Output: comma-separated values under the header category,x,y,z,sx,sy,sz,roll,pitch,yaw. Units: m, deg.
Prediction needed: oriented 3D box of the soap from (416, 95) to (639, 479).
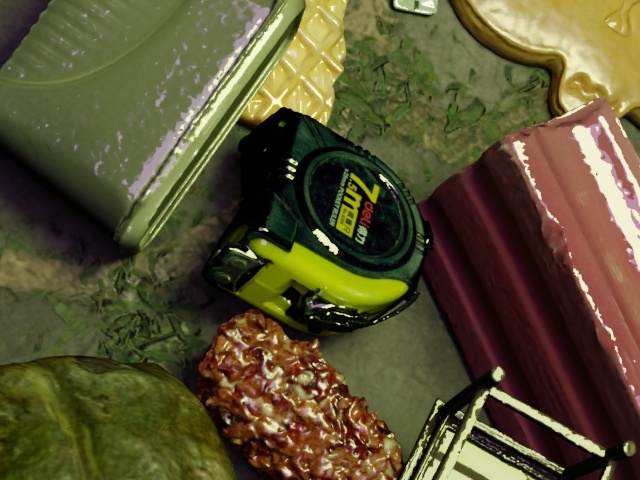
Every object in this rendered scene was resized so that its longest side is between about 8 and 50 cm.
category,x,y,z,sx,sy,sz,roll,pitch,yaw
soap,0.229,0.088,1.154,0.128,0.233,0.359,-21,81,-25

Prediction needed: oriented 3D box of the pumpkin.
category,x,y,z,sx,sy,sz,roll,pitch,yaw
pumpkin,-0.183,0.234,0.963,0.225,0.256,0.303,-14,94,-25

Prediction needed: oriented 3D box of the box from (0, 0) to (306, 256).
category,x,y,z,sx,sy,sz,roll,pitch,yaw
box,-0.155,-0.145,1.134,0.178,0.138,0.274,34,78,-1

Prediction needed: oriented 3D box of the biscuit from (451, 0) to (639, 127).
category,x,y,z,sx,sy,sz,roll,pitch,yaw
biscuit,0.291,-0.245,1.376,0.355,0.052,0.275,35,66,-6

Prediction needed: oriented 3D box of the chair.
category,x,y,z,sx,sy,sz,roll,pitch,yaw
chair,0.130,0.218,1.073,0.141,0.260,0.154,30,67,-1

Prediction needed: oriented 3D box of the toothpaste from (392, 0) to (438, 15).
category,x,y,z,sx,sy,sz,roll,pitch,yaw
toothpaste,0.103,-0.323,1.350,0.048,0.029,0.197,9,74,-15

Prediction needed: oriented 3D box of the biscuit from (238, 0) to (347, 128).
category,x,y,z,sx,sy,sz,roll,pitch,yaw
biscuit,-0.062,-0.256,1.268,0.205,0.040,0.309,13,70,-14

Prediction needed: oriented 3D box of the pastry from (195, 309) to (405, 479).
category,x,y,z,sx,sy,sz,roll,pitch,yaw
pastry,-0.018,0.154,1.124,0.208,0.097,0.115,43,78,1

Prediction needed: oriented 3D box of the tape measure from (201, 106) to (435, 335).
category,x,y,z,sx,sy,sz,roll,pitch,yaw
tape measure,0.000,0.000,1.157,0.186,0.112,0.199,30,48,-16
